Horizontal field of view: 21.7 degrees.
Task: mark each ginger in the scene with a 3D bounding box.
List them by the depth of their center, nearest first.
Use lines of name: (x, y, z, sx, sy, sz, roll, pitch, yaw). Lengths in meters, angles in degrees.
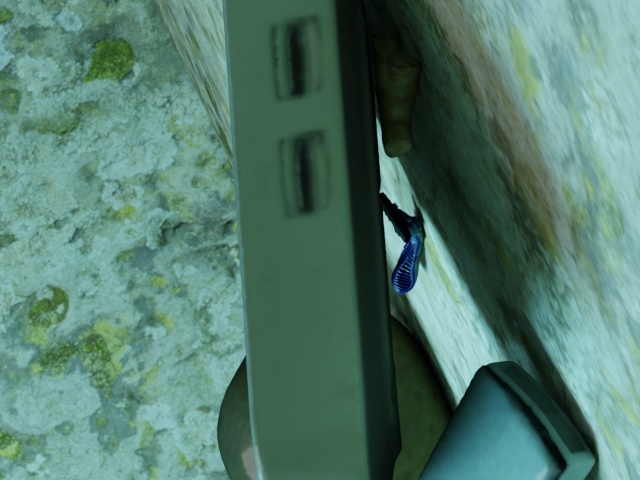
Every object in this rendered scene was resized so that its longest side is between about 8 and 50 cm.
ginger: (0.048, -0.097, 1.016, 0.048, 0.030, 0.097, 80, -173, -53)

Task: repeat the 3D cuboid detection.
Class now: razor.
razor: (0.068, 0.007, 1.324, 0.044, 0.028, 0.154, 59, 171, 22)

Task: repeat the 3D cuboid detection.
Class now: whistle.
whistle: (0.131, 0.210, 1.155, 0.290, 0.163, 0.163, -64, 37, 32)

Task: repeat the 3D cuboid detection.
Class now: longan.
longan: (0.023, 0.184, 1.625, 0.246, 0.246, 0.215, 67, 161, -11)

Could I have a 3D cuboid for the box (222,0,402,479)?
box: (0.000, 0.000, 1.085, 0.367, 0.090, 0.373, 78, -172, -78)
